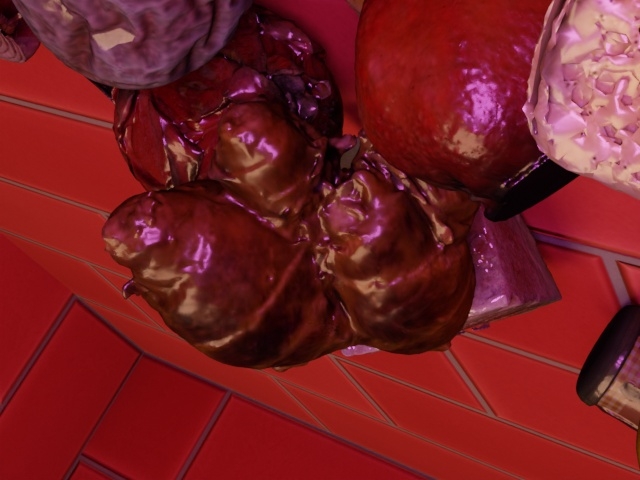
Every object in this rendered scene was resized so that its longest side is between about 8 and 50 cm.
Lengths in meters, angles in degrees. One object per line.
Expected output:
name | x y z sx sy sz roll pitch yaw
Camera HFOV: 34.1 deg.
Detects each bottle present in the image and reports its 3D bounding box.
bottle | 0.445 0.187 1.210 0.271 0.143 0.156 30 123 9

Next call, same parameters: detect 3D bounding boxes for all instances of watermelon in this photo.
watermelon | 0.122 0.016 1.150 0.193 0.232 0.310 -24 115 28

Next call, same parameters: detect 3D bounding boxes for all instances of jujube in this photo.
jujube | -0.145 -0.258 0.807 0.226 0.226 0.317 27 155 11

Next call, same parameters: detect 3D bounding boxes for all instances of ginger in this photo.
ginger | -0.011 0.004 0.920 0.357 0.152 0.274 -3 141 -13

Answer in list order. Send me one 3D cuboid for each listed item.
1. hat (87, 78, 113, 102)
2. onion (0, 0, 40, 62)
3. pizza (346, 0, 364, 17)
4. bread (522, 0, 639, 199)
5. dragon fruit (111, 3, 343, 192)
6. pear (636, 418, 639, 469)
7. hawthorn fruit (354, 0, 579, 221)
hat | -0.244 -0.202 1.354 0.121 0.050 0.121 29 -154 -16
onion | -0.456 -0.330 1.245 0.283 0.120 0.227 21 162 16
pizza | 0.139 -0.144 0.886 0.323 0.089 0.223 27 159 10
bread | 0.274 -0.142 0.521 0.248 0.315 0.279 23 136 16
dragon fruit | -0.094 -0.119 1.049 0.244 0.244 0.299 34 173 -11
pear | 0.455 0.195 1.001 0.294 0.294 0.294 27 162 10
hawthorn fruit | 0.118 -0.141 0.712 0.189 0.251 0.189 -5 173 -1
